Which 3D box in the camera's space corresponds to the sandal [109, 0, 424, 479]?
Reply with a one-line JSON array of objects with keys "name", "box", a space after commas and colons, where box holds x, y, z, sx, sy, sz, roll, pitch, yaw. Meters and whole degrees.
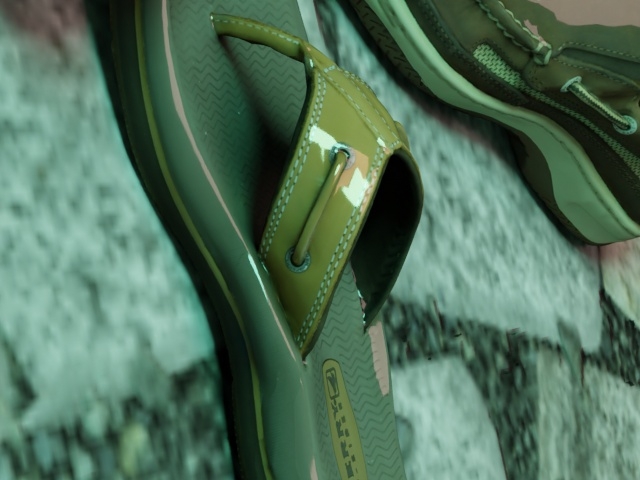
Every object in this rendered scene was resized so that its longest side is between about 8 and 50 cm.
[{"name": "sandal", "box": [0.000, 0.000, 0.549, 0.090, 0.060, 0.219, -14, 91, -62]}]

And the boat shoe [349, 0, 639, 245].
[{"name": "boat shoe", "box": [0.095, -0.087, 0.724, 0.257, 0.095, 0.095, 36, 47, -50]}]
